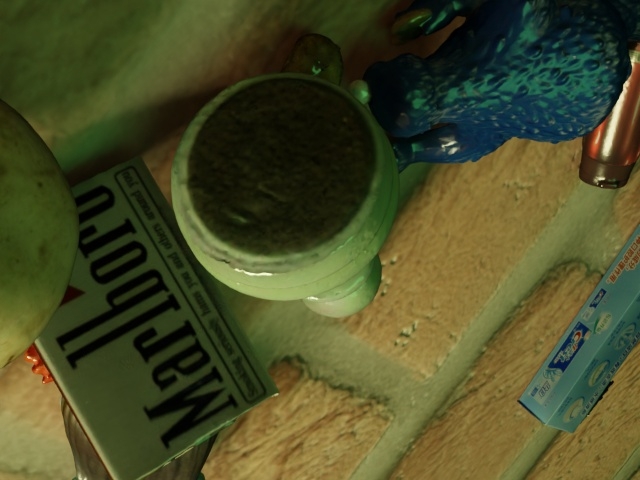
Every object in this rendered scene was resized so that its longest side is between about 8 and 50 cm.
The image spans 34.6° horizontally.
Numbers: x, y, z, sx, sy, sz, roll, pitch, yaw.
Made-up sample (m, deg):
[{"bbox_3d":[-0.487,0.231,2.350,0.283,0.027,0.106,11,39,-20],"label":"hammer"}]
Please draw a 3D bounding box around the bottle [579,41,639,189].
[{"bbox_3d":[0.267,-0.122,0.908,0.060,0.060,0.164,-15,128,-31],"label":"bottle"}]

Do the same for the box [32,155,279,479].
[{"bbox_3d":[-0.119,0.050,0.638,0.115,0.177,0.036,-29,174,-18],"label":"box"}]

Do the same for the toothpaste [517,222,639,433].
[{"bbox_3d":[0.314,0.079,1.094,0.066,0.053,0.272,22,105,-41],"label":"toothpaste"}]

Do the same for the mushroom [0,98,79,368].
[{"bbox_3d":[-0.210,-0.005,0.547,0.166,0.127,0.166,-2,92,-43],"label":"mushroom"}]

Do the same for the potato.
[{"bbox_3d":[-0.009,-0.103,0.704,0.051,0.040,0.083,-23,138,-40],"label":"potato"}]

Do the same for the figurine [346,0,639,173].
[{"bbox_3d":[0.143,-0.124,0.755,0.262,0.121,0.164,-27,137,-19],"label":"figurine"}]

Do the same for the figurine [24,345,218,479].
[{"bbox_3d":[-0.138,0.150,0.738,0.137,0.110,0.246,-4,130,-18],"label":"figurine"}]

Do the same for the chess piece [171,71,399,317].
[{"bbox_3d":[0.000,0.000,0.722,0.139,0.139,0.272,-45,158,-4],"label":"chess piece"}]
